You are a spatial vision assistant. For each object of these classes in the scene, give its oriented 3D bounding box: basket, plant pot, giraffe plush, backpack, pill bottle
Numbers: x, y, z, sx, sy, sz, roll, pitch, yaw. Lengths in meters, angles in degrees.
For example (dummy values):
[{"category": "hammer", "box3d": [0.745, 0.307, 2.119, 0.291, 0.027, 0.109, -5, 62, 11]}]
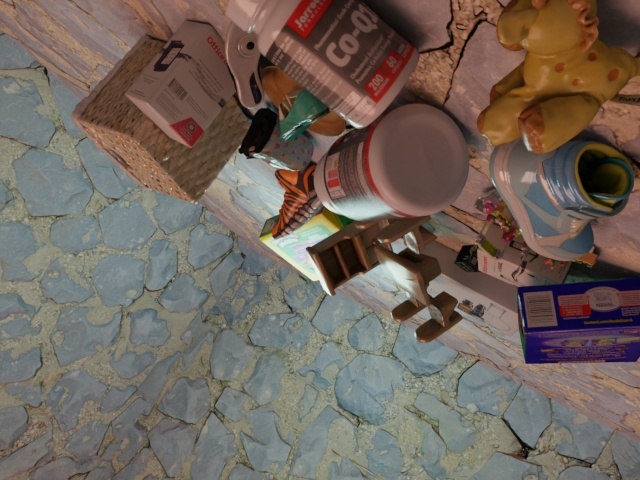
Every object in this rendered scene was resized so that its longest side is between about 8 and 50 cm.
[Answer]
[{"category": "basket", "box3d": [-0.428, -0.328, 1.464, 0.266, 0.331, 0.328, 23, 160, 33]}, {"category": "plant pot", "box3d": [-0.036, -0.330, 1.214, 0.236, 0.032, 0.236, 31, 168, 7]}, {"category": "giraffe plush", "box3d": [0.269, -0.222, 0.610, 0.210, 0.181, 0.170, 3, 142, 50]}, {"category": "backpack", "box3d": [-0.111, -0.259, 1.425, 0.182, 0.152, 0.115, 27, -177, -38]}, {"category": "pill bottle", "box3d": [0.002, -0.325, 0.832, 0.283, 0.161, 0.161, 35, 167, -14]}, {"category": "pill bottle", "box3d": [0.125, -0.147, 1.108, 0.210, 0.210, 0.363, 36, 167, -17]}]

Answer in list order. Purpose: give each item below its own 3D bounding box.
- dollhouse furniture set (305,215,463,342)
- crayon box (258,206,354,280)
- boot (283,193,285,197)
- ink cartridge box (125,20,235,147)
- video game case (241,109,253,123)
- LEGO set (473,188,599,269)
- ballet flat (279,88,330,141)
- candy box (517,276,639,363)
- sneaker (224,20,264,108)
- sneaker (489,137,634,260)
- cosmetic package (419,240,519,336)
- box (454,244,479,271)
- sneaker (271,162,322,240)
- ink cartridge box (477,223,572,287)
[{"category": "dollhouse furniture set", "box3d": [0.166, 0.087, 1.547, 0.394, 0.256, 0.362, 37, 155, 59]}, {"category": "crayon box", "box3d": [0.000, 0.000, 1.956, 0.363, 0.106, 0.313, -19, 131, 44]}, {"category": "boot", "box3d": [-0.059, -0.116, 2.018, 0.198, 0.077, 0.137, 14, 153, 52]}, {"category": "ink cartridge box", "box3d": [-0.315, -0.375, 1.250, 0.100, 0.237, 0.172, 27, 167, 35]}, {"category": "video game case", "box3d": [-0.202, -0.346, 1.597, 0.166, 0.015, 0.119, 31, 168, 8]}, {"category": "LEGO set", "box3d": [0.450, 0.007, 1.146, 0.287, 0.107, 0.132, 32, 168, 1]}, {"category": "ballet flat", "box3d": [-0.049, -0.292, 1.176, 0.087, 0.083, 0.247, 60, 162, -9]}, {"category": "candy box", "box3d": [0.613, 0.202, 1.231, 0.268, 0.122, 0.317, -6, 152, 18]}, {"category": "sneaker", "box3d": [-0.179, -0.411, 1.147, 0.217, 0.079, 0.121, 91, 158, -50]}, {"category": "sneaker", "box3d": [0.446, -0.052, 0.891, 0.319, 0.127, 0.208, 39, 167, -32]}, {"category": "cosmetic package", "box3d": [0.484, 0.157, 1.684, 0.377, 0.097, 0.284, 29, 164, 17]}, {"category": "box", "box3d": [0.430, 0.051, 1.473, 0.052, 0.062, 0.083, 34, 168, -13]}, {"category": "sneaker", "box3d": [-0.092, -0.141, 1.698, 0.180, 0.124, 0.321, 50, 127, 3]}, {"category": "ink cartridge box", "box3d": [0.495, 0.056, 1.276, 0.203, 0.086, 0.148, 25, 166, 26]}]
